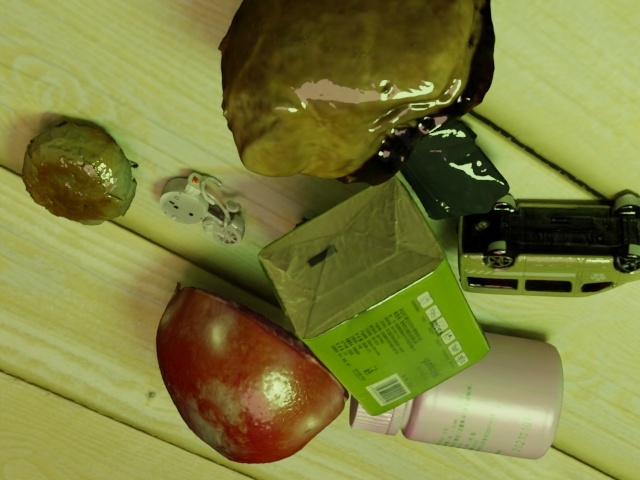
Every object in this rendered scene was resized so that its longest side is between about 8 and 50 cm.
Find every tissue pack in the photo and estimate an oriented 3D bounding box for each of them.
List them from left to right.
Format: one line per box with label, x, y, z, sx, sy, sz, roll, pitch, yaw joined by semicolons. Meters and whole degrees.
tissue pack;0.077;0.079;1.274;0.200;0.167;0.274;-31;144;3

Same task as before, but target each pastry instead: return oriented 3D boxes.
pastry;-0.314;-0.083;1.285;0.153;0.081;0.153;6;144;4

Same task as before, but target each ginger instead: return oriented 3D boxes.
ginger;0.017;-0.187;1.016;0.223;0.200;0.269;14;139;-31

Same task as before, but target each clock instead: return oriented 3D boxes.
clock;-0.152;-0.040;1.339;0.129;0.041;0.087;34;137;-21

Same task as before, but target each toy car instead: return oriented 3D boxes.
toy car;0.305;0.014;1.284;0.257;0.101;0.124;2;144;9

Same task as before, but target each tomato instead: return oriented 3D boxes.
tomato;-0.136;0.206;1.444;0.289;0.176;0.335;44;161;-23

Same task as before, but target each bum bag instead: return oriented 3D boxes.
bum bag;0.125;-0.119;1.190;0.123;0.060;0.248;-21;130;31

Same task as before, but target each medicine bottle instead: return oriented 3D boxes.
medicine bottle;0.197;0.218;1.478;0.291;0.178;0.178;9;140;-1

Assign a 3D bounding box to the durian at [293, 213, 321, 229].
durian;0.000;0.000;1.337;0.080;0.080;0.091;-12;133;22
